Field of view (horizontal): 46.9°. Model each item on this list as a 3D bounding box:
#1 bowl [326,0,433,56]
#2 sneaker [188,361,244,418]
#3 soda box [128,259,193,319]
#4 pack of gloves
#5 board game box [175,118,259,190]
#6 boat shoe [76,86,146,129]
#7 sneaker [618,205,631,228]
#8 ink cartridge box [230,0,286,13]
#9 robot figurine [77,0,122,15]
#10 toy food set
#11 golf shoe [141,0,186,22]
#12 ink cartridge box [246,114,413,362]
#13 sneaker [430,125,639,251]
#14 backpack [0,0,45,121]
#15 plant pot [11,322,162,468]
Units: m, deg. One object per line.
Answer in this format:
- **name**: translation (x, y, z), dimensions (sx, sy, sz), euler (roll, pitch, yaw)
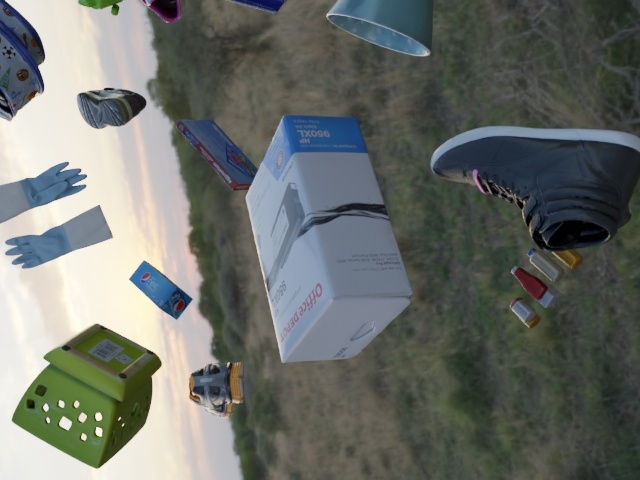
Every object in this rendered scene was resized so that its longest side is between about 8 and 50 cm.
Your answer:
- **bowl**: translation (0.187, -0.645, 2.050), dimensions (0.311, 0.312, 0.163), euler (-136, 64, -75)
- **sneaker**: translation (-0.176, 0.239, 1.198), dimensions (0.215, 0.083, 0.084), euler (120, 148, -62)
- **soda box**: translation (-0.427, 0.129, 1.961), dimensions (0.210, 0.071, 0.067), euler (29, 170, 48)
- **pack of gloves**: translation (-0.603, -0.056, 1.629), dimensions (0.046, 0.232, 0.195), euler (-164, 53, -79)
- **board game box**: translation (-0.276, -0.244, 2.083), dimensions (0.281, 0.145, 0.027), euler (48, 120, 22)
- **boat shoe**: translation (-0.434, -0.278, 1.533), dimensions (0.224, 0.073, 0.080), euler (14, 124, 48)
- **sneaker**: translation (0.584, -0.127, 1.660), dimensions (0.162, 0.106, 0.281), euler (51, -169, -20)
- **ink cartridge box**: translation (-0.120, -0.482, 1.272), dimensions (0.371, 0.176, 0.069), euler (-75, 1, -57)
- **robot figurine**: translation (-0.420, -0.493, 1.441), dimensions (0.067, 0.115, 0.101), euler (24, 137, 39)
- **toy food set**: translation (0.527, 0.102, 1.813), dimensions (0.104, 0.111, 0.232), euler (48, 130, 34)
- **golf shoe**: translation (-0.397, -0.618, 1.651), dimensions (0.306, 0.115, 0.140), euler (42, -151, -49)
- **ink cartridge box**: translation (0.000, 0.000, 1.422), dimensions (0.285, 0.166, 0.394), euler (123, 139, -51)
- **sneaker**: translation (0.266, -0.065, 0.980), dimensions (0.104, 0.296, 0.146), euler (43, -121, -47)
- **backpack**: translation (-0.733, -0.408, 1.631), dimensions (0.263, 0.213, 0.276), euler (48, 165, 3)
- **plant pot**: translation (-0.493, 0.320, 1.612), dimensions (0.207, 0.227, 0.228), euler (-65, -7, 17)
